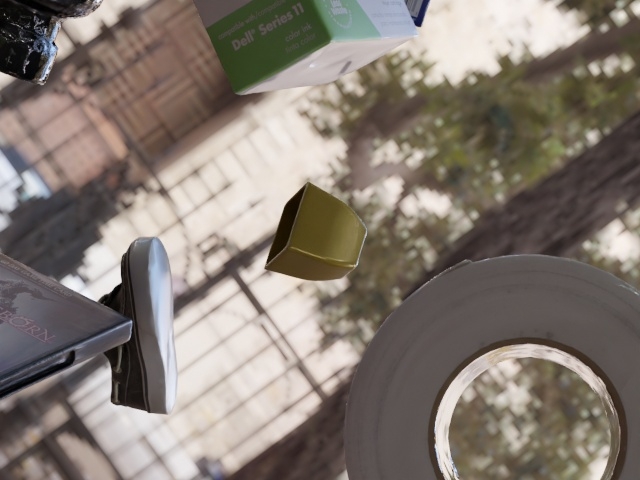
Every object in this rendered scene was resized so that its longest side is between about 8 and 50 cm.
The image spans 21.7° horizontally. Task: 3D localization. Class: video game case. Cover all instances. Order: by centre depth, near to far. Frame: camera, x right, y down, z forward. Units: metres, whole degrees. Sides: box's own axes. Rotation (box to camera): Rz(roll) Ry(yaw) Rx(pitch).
[{"bbox_3d":[-0.313,0.075,1.339,0.196,0.274,0.026,24,-62,27],"label":"video game case"}]

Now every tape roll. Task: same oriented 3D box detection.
[{"bbox_3d":[0.145,0.139,1.176,0.246,0.246,0.169,53,2,10],"label":"tape roll"}]

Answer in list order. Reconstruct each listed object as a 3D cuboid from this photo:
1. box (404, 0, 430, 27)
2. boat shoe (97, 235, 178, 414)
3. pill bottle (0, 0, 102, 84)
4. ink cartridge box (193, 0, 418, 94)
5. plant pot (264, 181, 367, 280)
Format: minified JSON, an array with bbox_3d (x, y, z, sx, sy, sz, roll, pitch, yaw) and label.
[{"bbox_3d":[0.076,-0.347,1.712,0.136,0.225,0.036,18,15,-5],"label":"box"},{"bbox_3d":[-0.171,0.082,1.512,0.078,0.070,0.219,-82,175,-45],"label":"boat shoe"},{"bbox_3d":[-0.176,-0.216,1.051,0.122,0.219,0.123,23,4,-2],"label":"pill bottle"},{"bbox_3d":[-0.061,-0.327,1.604,0.207,0.119,0.353,-18,82,-62],"label":"ink cartridge box"},{"bbox_3d":[0.000,0.000,1.768,0.083,0.081,0.081,23,-23,-12],"label":"plant pot"}]
